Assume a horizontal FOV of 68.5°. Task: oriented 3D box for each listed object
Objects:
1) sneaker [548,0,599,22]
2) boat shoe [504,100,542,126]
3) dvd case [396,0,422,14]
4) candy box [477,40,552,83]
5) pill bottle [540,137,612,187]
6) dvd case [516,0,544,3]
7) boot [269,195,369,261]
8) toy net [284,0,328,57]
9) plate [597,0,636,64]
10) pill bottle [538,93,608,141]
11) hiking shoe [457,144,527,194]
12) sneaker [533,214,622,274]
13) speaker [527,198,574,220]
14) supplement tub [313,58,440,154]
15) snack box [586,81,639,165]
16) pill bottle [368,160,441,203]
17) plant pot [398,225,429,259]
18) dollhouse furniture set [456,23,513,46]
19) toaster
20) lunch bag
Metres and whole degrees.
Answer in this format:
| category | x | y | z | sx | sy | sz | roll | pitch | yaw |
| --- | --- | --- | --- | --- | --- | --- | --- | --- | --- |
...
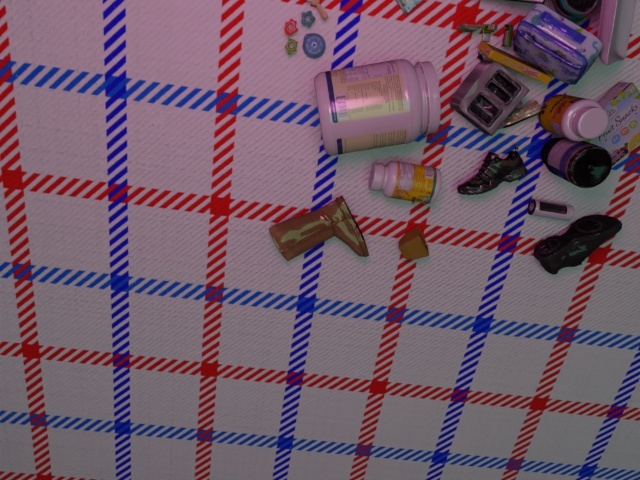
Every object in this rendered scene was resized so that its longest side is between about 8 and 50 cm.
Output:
| category | x | y | z | sx | sy | sz | roll | pitch | yaw |
| --- | --- | --- | --- | --- | --- | --- | --- | --- | --- |
| sneaker | 0.644 | -0.710 | 1.243 | 0.123 | 0.178 | 0.295 | -37 | 108 | 13 |
| boat shoe | 0.608 | -0.387 | 1.451 | 0.135 | 0.050 | 0.045 | -22 | 88 | 11 |
| dvd case | 0.264 | -0.712 | 1.324 | 0.119 | 0.013 | 0.087 | -37 | 109 | 13 |
| candy box | 0.557 | -0.512 | 1.352 | 0.205 | 0.105 | 0.027 | 17 | 122 | -15 |
| pill bottle | 0.757 | -0.244 | 1.416 | 0.122 | 0.219 | 0.123 | 0 | 112 | -1 |
| dvd case | 0.497 | -0.738 | 1.245 | 0.238 | 0.029 | 0.180 | 21 | 114 | 25 |
| boot | 0.000 | 0.000 | 1.577 | 0.269 | 0.089 | 0.236 | -26 | 100 | 9 |
| toy net | -0.036 | -0.643 | 1.331 | 0.121 | 0.045 | 0.233 | 6 | 110 | -2 |
| plate | 0.803 | -0.629 | 1.272 | 0.045 | 0.277 | 0.278 | 14 | 119 | 38 |
| pill bottle | 0.736 | -0.357 | 1.371 | 0.117 | 0.215 | 0.118 | -1 | 112 | -1 |
| hiking shoe | 0.536 | -0.222 | 1.506 | 0.226 | 0.086 | 0.114 | -22 | 98 | 2 |
| sneaker | 0.878 | 0.015 | 1.601 | 0.286 | 0.109 | 0.130 | -29 | 120 | 17 |
| speaker | 0.766 | -0.101 | 1.565 | 0.136 | 0.055 | 0.055 | 9 | 112 | -5 |
| supplement tub | 0.155 | -0.380 | 1.338 | 0.324 | 0.235 | 0.236 | -9 | 112 | 2 |
| snack box | 0.902 | -0.350 | 1.452 | 0.207 | 0.070 | 0.174 | -44 | 108 | 10 |
| pill bottle | 0.263 | -0.187 | 1.484 | 0.208 | 0.118 | 0.118 | 8 | 112 | -5 |
| plant pot | 0.311 | 0.017 | 1.592 | 0.083 | 0.081 | 0.082 | -24 | 112 | 19 |
| dollhouse furniture set | 0.467 | -0.588 | 1.346 | 0.151 | 0.076 | 0.059 | 0 | 114 | -2 |
| toaster | 0.494 | -0.428 | 1.394 | 0.185 | 0.110 | 0.168 | 34 | 107 | -14 |
| lunch bag | 0.630 | -0.526 | 1.267 | 0.219 | 0.176 | 0.090 | 41 | 97 | 14 |
